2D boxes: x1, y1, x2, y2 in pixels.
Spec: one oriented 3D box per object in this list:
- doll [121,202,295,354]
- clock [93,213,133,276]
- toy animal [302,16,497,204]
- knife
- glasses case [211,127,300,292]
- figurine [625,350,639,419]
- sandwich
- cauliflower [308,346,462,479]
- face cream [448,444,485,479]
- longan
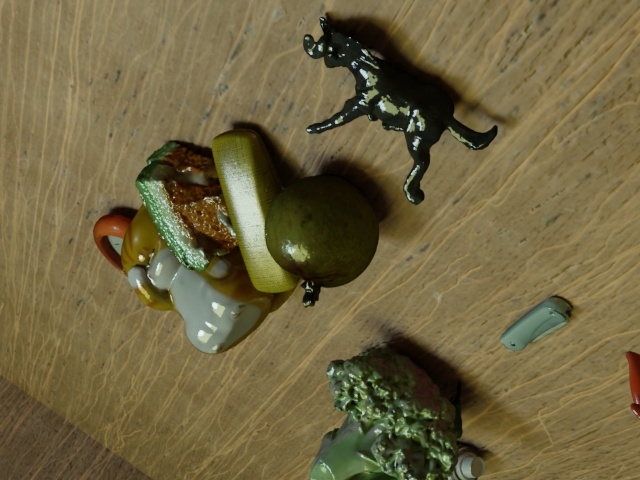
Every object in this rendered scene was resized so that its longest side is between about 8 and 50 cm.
[{"bbox_3d":[-0.192,0.050,1.854,0.270,0.162,0.166,37,120,5],"label":"doll"},{"bbox_3d":[-0.296,0.025,2.064,0.205,0.051,0.205,26,153,14],"label":"clock"},{"bbox_3d":[0.074,-0.145,1.329,0.233,0.084,0.148,34,153,7],"label":"toy animal"},{"bbox_3d":[0.283,0.112,1.585,0.044,0.023,0.162,30,153,-3],"label":"knife"},{"bbox_3d":[-0.083,-0.039,1.632,0.079,0.064,0.234,-7,111,23],"label":"glasses case"},{"bbox_3d":[0.443,0.154,1.331,0.208,0.181,0.257,-20,135,10],"label":"figurine"},{"bbox_3d":[-0.164,-0.055,1.714,0.160,0.109,0.185,-19,113,50],"label":"sandwich"},{"bbox_3d":[0.080,0.305,1.859,0.256,0.315,0.239,48,169,19],"label":"cauliflower"},{"bbox_3d":[0.195,0.385,2.083,0.075,0.075,0.229,46,152,-22],"label":"face cream"},{"bbox_3d":[0.000,0.000,1.556,0.155,0.176,0.145,17,167,-21],"label":"longan"}]
